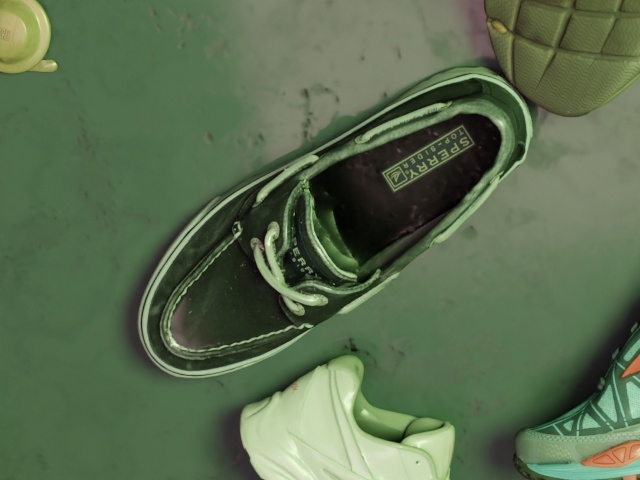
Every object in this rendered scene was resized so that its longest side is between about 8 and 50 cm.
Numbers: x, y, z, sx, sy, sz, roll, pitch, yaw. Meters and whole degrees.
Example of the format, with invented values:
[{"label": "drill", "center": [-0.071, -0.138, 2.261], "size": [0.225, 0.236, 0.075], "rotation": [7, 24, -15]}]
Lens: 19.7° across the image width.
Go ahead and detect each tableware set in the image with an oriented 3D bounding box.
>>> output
[{"label": "tableware set", "center": [-0.243, -0.170, 1.199], "size": [0.141, 0.020, 0.169], "rotation": [-3, 104, 10]}]

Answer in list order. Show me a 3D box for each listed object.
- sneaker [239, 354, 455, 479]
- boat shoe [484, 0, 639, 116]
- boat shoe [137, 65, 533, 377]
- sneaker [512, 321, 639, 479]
[{"label": "sneaker", "center": [0.055, 0.174, 1.201], "size": [0.115, 0.090, 0.232], "rotation": [-39, 96, 15]}, {"label": "boat shoe", "center": [0.205, -0.216, 1.024], "size": [0.132, 0.130, 0.355], "rotation": [47, 137, 24]}, {"label": "boat shoe", "center": [0.000, 0.000, 1.153], "size": [0.301, 0.102, 0.108], "rotation": [-31, 97, 18]}, {"label": "sneaker", "center": [0.234, 0.070, 1.144], "size": [0.262, 0.104, 0.125], "rotation": [-23, 83, 13]}]
